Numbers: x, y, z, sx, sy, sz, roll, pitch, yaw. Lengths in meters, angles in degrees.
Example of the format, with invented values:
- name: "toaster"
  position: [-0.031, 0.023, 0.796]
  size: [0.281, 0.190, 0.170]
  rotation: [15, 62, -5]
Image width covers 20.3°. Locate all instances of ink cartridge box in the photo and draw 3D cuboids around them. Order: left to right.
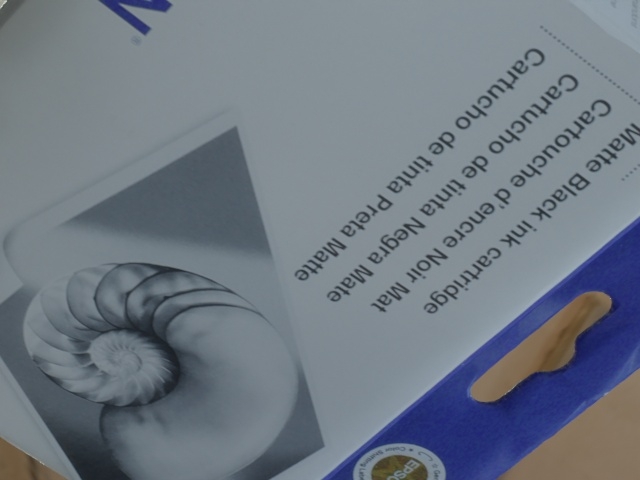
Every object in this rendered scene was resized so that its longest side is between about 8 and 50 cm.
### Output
- name: "ink cartridge box"
  position: [0.000, 0.000, 0.489]
  size: [0.224, 0.045, 0.223]
  rotation: [33, -56, -20]
